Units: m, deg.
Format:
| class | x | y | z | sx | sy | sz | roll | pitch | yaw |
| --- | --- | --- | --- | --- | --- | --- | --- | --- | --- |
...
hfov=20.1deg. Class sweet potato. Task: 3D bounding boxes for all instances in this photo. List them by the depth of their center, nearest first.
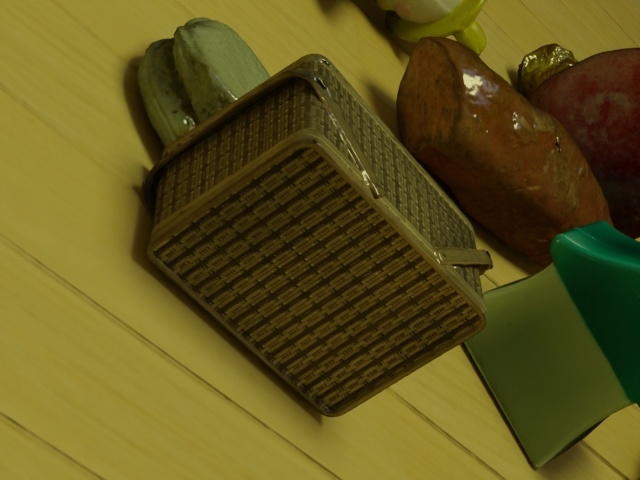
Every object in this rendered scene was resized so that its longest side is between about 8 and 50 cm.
| class | x | y | z | sx | sy | sz | roll | pitch | yaw |
| --- | --- | --- | --- | --- | --- | --- | --- | --- | --- |
| sweet potato | 0.137 | -0.047 | 1.286 | 0.251 | 0.097 | 0.097 | 44 | 26 | -37 |

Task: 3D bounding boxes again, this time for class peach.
| class | x | y | z | sx | sy | sz | roll | pitch | yaw |
| --- | --- | --- | --- | --- | --- | --- | --- | --- | --- |
| peach | 0.235 | -0.065 | 1.431 | 0.152 | 0.152 | 0.152 | 43 | 27 | -28 |

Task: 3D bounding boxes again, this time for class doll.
| class | x | y | z | sx | sy | sz | roll | pitch | yaw |
| --- | --- | --- | --- | --- | --- | --- | --- | --- | --- |
| doll | 0.046 | -0.216 | 1.302 | 0.241 | 0.099 | 0.135 | 38 | -9 | -39 |

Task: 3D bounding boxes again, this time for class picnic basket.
| class | x | y | z | sx | sy | sz | roll | pitch | yaw |
| --- | --- | --- | --- | --- | --- | --- | --- | --- | --- |
| picnic basket | 0.000 | 0.000 | 0.916 | 0.164 | 0.115 | 0.079 | 44 | 24 | -27 |

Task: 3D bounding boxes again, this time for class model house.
| class | x | y | z | sx | sy | sz | roll | pitch | yaw |
| --- | --- | --- | --- | --- | --- | --- | --- | --- | --- |
| model house | 0.181 | 0.055 | 1.154 | 0.127 | 0.149 | 0.100 | 61 | 27 | 7 |

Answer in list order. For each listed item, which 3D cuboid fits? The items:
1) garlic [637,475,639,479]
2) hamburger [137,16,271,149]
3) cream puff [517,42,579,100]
| class | x | y | z | sx | sy | sz | roll | pitch | yaw |
| --- | --- | --- | --- | --- | --- | --- | --- | --- | --- |
| garlic | 0.268 | 0.173 | 1.267 | 0.094 | 0.074 | 0.113 | 47 | 39 | -44 |
| hamburger | -0.058 | -0.082 | 0.995 | 0.084 | 0.054 | 0.121 | 57 | 21 | 12 |
| cream puff | 0.199 | -0.126 | 1.538 | 0.058 | 0.083 | 0.083 | -5 | 70 | -19 |
